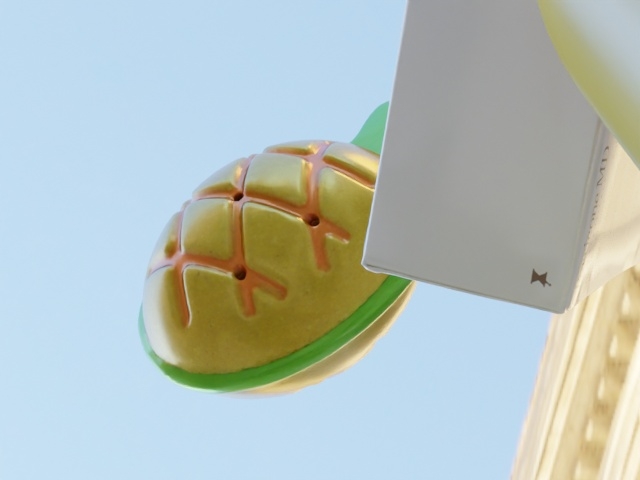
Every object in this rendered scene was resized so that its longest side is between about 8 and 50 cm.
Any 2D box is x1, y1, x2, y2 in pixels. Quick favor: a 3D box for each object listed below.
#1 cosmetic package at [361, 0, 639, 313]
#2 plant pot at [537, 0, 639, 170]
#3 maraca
[{"bbox_3d":[0.069,-0.108,0.501,0.060,0.099,0.239,13,-79,17],"label":"cosmetic package"},{"bbox_3d":[0.157,-0.051,0.335,0.254,0.239,0.254,-8,-66,-18],"label":"plant pot"},{"bbox_3d":[0.000,0.000,0.860,0.186,0.127,0.099,-36,-48,-5],"label":"maraca"}]
